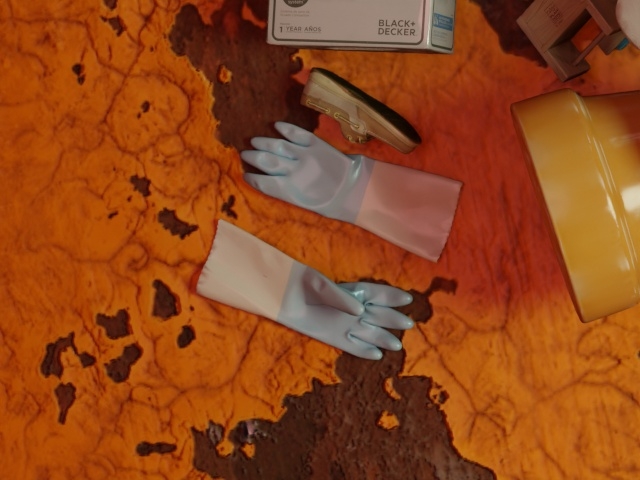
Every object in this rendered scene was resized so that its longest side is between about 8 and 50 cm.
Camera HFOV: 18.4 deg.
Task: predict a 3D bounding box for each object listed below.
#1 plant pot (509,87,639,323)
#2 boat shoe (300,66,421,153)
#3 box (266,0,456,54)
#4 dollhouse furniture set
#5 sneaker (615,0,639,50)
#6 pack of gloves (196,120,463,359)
[{"bbox_3d":[0.287,-0.052,1.734,0.188,0.205,0.205,-18,84,5],"label":"plant pot"},{"bbox_3d":[0.037,-0.116,1.897,0.135,0.050,0.045,37,107,27],"label":"boat shoe"},{"bbox_3d":[0.047,-0.324,1.865,0.169,0.087,0.290,3,93,21],"label":"box"},{"bbox_3d":[0.270,-0.261,1.783,0.129,0.129,0.183,55,137,12],"label":"dollhouse furniture set"},{"bbox_3d":[0.325,-0.127,1.643,0.080,0.094,0.212,-35,57,28],"label":"sneaker"},{"bbox_3d":[0.000,0.000,1.913,0.232,0.046,0.195,20,99,19],"label":"pack of gloves"}]
